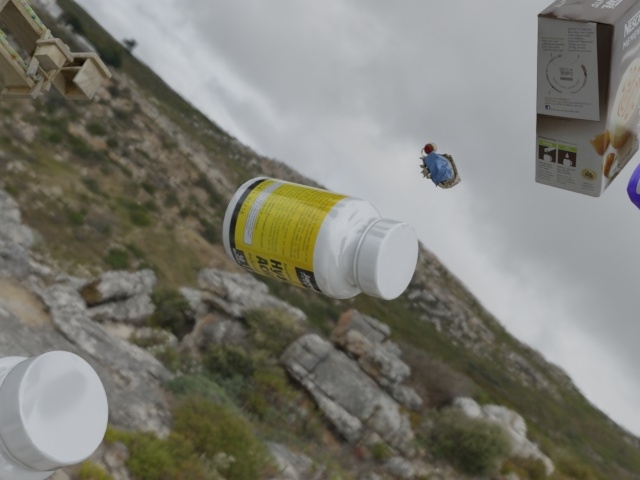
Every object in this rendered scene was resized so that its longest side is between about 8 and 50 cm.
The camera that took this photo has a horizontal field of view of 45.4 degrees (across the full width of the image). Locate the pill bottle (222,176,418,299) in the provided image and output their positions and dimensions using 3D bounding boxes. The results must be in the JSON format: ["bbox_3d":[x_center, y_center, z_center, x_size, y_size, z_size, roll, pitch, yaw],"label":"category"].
[{"bbox_3d":[0.000,0.000,0.482,0.116,0.065,0.065,14,-18,35],"label":"pill bottle"}]

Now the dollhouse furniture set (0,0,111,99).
[{"bbox_3d":[-0.351,-0.267,0.903,0.160,0.101,0.182,7,-31,27],"label":"dollhouse furniture set"}]

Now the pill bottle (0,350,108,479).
[{"bbox_3d":[-0.415,0.236,0.951,0.160,0.283,0.160,42,38,-44],"label":"pill bottle"}]

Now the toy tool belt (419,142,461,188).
[{"bbox_3d":[0.180,-0.116,1.189,0.051,0.052,0.083,-14,69,-52],"label":"toy tool belt"}]

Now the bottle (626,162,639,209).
[{"bbox_3d":[0.604,-0.086,1.174,0.092,0.118,0.283,39,-7,-17],"label":"bottle"}]

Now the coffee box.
[{"bbox_3d":[0.361,-0.202,1.014,0.098,0.141,0.247,20,-43,35],"label":"coffee box"}]
